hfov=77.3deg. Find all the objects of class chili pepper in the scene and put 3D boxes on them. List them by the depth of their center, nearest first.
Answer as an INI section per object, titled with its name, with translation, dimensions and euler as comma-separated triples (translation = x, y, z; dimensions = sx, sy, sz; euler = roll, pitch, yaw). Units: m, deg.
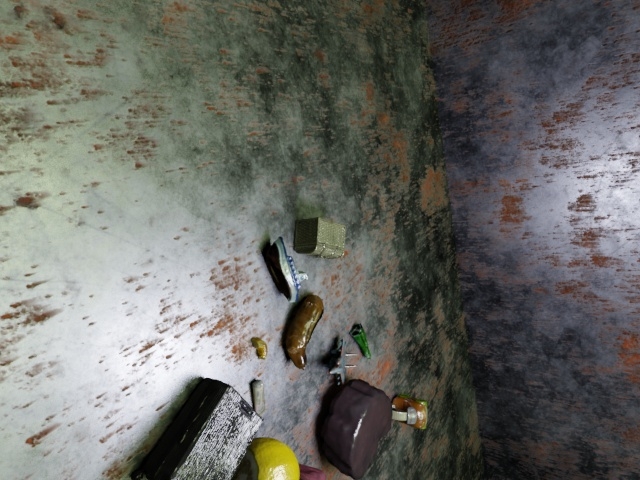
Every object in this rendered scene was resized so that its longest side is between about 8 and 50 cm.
[chili pepper]
translation = 0.216, 0.517, 2.001
dimensions = 0.088, 0.059, 0.227
euler = -56, 132, -42

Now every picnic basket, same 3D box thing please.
[picnic basket]
translation = 0.000, 0.000, 1.688
dimensions = 0.196, 0.134, 0.154
euler = 15, 74, -50

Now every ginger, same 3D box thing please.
[ginger]
translation = -0.065, 0.350, 1.622
dimensions = 0.133, 0.107, 0.309
euler = 74, 34, -54

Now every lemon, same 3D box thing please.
[lemon]
translation = -0.181, 0.793, 1.346
dimensions = 0.219, 0.240, 0.240
euler = 23, 71, -39

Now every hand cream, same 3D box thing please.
[hand cream]
translation = -0.224, 0.579, 1.472
dimensions = 0.061, 0.039, 0.143
euler = -24, 117, -56

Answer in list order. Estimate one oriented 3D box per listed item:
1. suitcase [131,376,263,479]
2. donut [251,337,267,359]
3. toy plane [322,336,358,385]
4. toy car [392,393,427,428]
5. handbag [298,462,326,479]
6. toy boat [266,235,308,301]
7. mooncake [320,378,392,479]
[suitcase]
translation = -0.353, 0.621, 1.219
dimensions = 0.335, 0.152, 0.229
euler = -58, 132, -38
[donut]
translation = -0.222, 0.400, 1.473
dimensions = 0.067, 0.038, 0.083
euler = 13, 77, -53
[toy plane]
translation = 0.075, 0.546, 1.765
dimensions = 0.326, 0.104, 0.222
euler = 14, 77, -66
[toy car]
translation = 0.448, 0.932, 2.166
dimensions = 0.235, 0.235, 0.145
euler = 13, 78, -50
[handbag]
translation = -0.099, 0.904, 1.460
dimensions = 0.135, 0.225, 0.146
euler = 15, 75, -58
[toy boat]
translation = -0.122, 0.110, 1.539
dimensions = 0.115, 0.114, 0.262
euler = -35, 113, -32
[mooncake]
translation = 0.162, 0.813, 1.788
dimensions = 0.381, 0.212, 0.350
euler = -14, 113, -54
